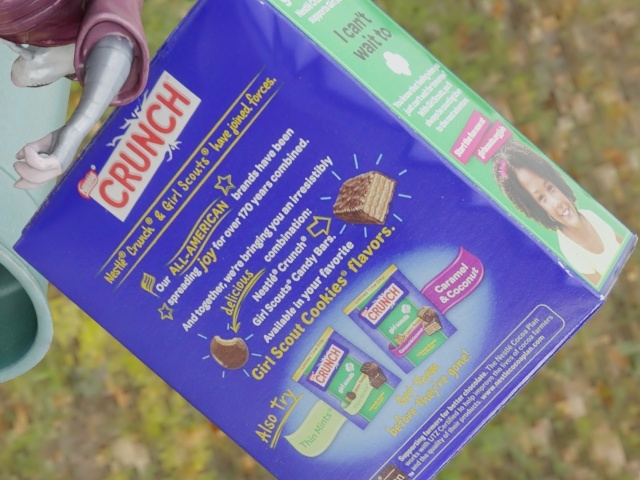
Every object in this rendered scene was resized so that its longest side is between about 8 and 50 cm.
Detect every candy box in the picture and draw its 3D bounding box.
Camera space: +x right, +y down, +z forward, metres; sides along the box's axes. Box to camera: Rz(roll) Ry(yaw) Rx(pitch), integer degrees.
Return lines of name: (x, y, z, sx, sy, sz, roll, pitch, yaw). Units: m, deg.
candy box: (0.000, 0.000, 1.332, 0.317, 0.268, 0.122, 41, 28, -1)

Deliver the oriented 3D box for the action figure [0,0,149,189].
action figure: (-0.212, -0.193, 1.239, 0.370, 0.248, 0.275, 24, 90, -65)

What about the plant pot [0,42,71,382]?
plant pot: (-0.370, -0.095, 1.764, 0.341, 0.341, 0.334, 43, 45, -42)
